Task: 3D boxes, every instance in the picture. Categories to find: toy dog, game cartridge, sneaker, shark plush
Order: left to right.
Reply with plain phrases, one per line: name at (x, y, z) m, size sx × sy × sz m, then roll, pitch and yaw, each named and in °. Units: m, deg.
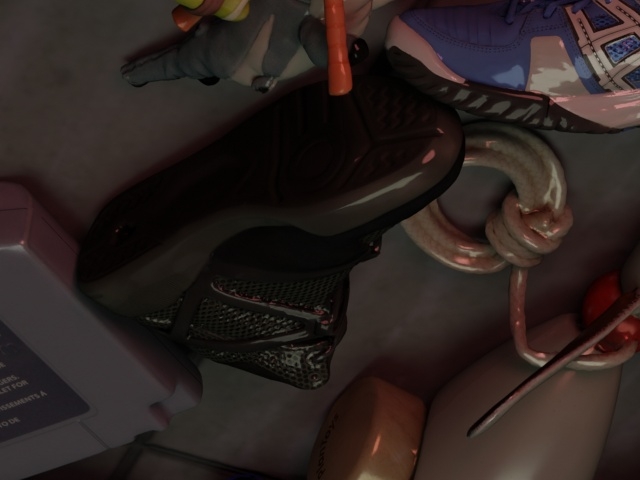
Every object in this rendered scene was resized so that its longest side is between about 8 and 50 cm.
game cartridge at (-0.238, 0.070, 1.092) m, size 0.294 × 0.060 × 0.196 m, roll -20°, pitch 137°, yaw 22°
shark plush at (-0.026, -0.110, 0.908) m, size 0.161 × 0.073 × 0.067 m, roll -16°, pitch 118°, yaw 48°
sneaker at (0.000, 0.000, 0.981) m, size 0.227 × 0.087 × 0.130 m, roll -27°, pitch 133°, yaw 34°
toy dog at (0.120, 0.110, 1.041) m, size 0.220 × 0.161 × 0.333 m, roll 9°, pitch 137°, yaw -8°
sneaker at (0.135, -0.093, 0.895) m, size 0.211 × 0.080 × 0.081 m, roll 4°, pitch 112°, yaw 1°

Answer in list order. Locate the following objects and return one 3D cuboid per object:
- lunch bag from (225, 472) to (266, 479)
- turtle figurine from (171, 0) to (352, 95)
lunch bag at (-0.001, 0.293, 1.179) m, size 0.138 × 0.293 × 0.221 m, roll -14°, pitch 131°, yaw -27°
turtle figurine at (-0.101, -0.152, 0.790) m, size 0.217 × 0.087 × 0.269 m, roll -9°, pitch 124°, yaw 17°
